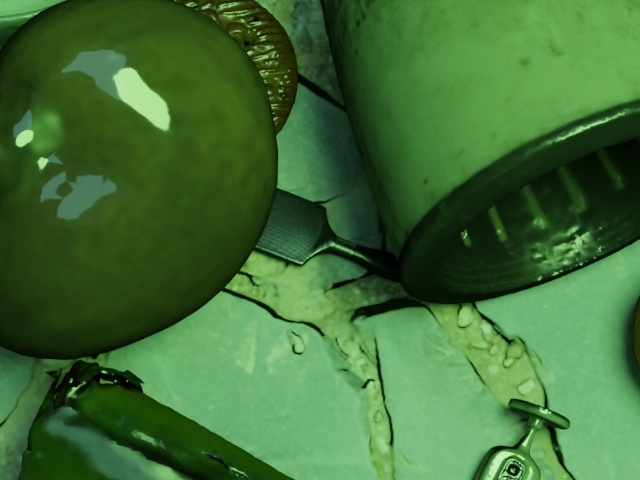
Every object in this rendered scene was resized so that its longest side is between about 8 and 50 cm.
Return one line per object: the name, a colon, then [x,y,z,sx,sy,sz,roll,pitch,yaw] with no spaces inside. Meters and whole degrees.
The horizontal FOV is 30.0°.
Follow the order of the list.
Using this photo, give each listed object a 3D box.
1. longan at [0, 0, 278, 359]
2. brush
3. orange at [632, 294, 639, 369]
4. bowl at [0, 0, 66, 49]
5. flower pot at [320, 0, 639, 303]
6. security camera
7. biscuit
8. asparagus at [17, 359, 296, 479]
longan: [-0.172,-0.049,0.914,0.243,0.300,0.300,25,67,31]
brush: [0.000,0.000,1.050,0.193,0.016,0.063,21,70,2]
orange: [0.340,0.076,0.991,0.159,0.136,0.159,-3,76,14]
bowl: [-0.287,-0.290,1.044,0.307,0.163,0.307,2,70,-7]
flower pot: [0.141,-0.152,0.990,0.294,0.293,0.330,-18,65,-12]
security camera: [0.165,0.182,0.989,0.058,0.058,0.092,23,78,2]
biscuit: [-0.111,-0.154,1.087,0.188,0.027,0.187,2,69,-5]
asparagus: [-0.054,0.230,0.915,0.382,0.108,0.128,30,68,3]
